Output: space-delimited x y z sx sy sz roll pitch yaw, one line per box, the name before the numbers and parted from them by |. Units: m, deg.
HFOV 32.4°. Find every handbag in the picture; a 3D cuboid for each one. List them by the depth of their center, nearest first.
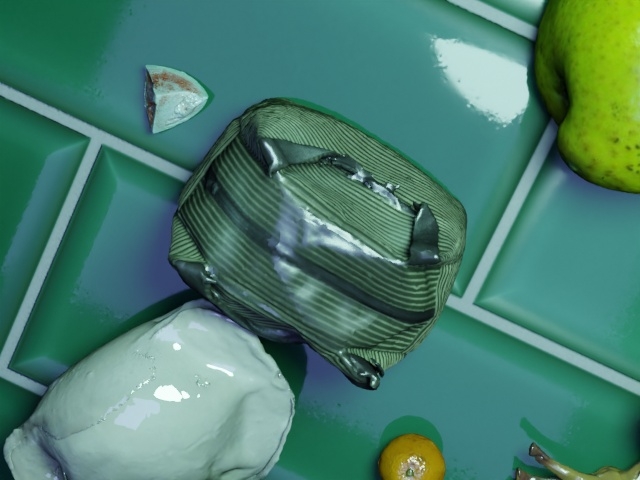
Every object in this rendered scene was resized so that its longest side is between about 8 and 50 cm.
handbag | 0.000 0.000 1.244 0.340 0.240 0.247 32 101 -2

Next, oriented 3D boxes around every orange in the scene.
orange | 0.113 0.280 1.358 0.083 0.083 0.084 1 99 4

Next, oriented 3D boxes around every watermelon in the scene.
watermelon | -0.179 -0.172 1.318 0.085 0.061 0.085 2 99 14

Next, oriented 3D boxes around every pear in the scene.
pear | 0.383 -0.193 1.190 0.318 0.238 0.342 -43 94 1

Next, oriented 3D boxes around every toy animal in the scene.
toy animal | 0.359 0.291 1.352 0.275 0.054 0.149 -14 100 5

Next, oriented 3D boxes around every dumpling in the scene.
dumpling | -0.198 0.235 1.332 0.341 0.181 0.260 -42 110 -6
